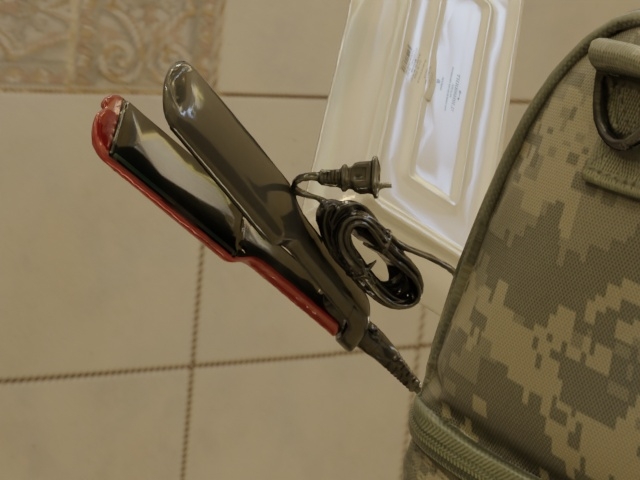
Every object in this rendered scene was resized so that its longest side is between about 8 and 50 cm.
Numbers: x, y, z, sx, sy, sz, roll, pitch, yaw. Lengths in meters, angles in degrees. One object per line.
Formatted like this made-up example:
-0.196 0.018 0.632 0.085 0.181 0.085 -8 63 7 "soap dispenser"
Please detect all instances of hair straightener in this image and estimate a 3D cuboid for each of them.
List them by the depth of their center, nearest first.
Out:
0.000 0.000 0.636 0.089 0.047 0.230 -24 125 30 "hair straightener"

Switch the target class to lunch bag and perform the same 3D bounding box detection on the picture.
0.190 0.054 0.481 0.305 0.212 0.256 -1 106 -34 "lunch bag"

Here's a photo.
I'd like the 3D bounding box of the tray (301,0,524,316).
0.073 -0.093 0.845 0.145 0.030 0.270 30 58 -30 "tray"
